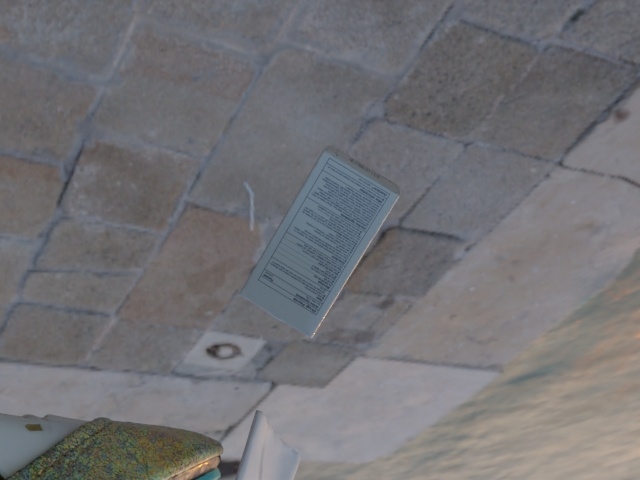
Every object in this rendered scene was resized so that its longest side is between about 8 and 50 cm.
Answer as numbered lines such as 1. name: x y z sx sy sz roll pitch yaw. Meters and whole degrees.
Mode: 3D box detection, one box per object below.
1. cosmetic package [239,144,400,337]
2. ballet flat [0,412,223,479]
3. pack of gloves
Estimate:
1. cosmetic package: 0.000 0.000 0.561 0.060 0.041 0.115 32 103 -1
2. ballet flat: -0.193 0.149 0.402 0.348 0.123 0.123 -26 163 -46
3. pack of gloves: -0.028 0.290 0.685 0.046 0.232 0.195 -4 137 27
